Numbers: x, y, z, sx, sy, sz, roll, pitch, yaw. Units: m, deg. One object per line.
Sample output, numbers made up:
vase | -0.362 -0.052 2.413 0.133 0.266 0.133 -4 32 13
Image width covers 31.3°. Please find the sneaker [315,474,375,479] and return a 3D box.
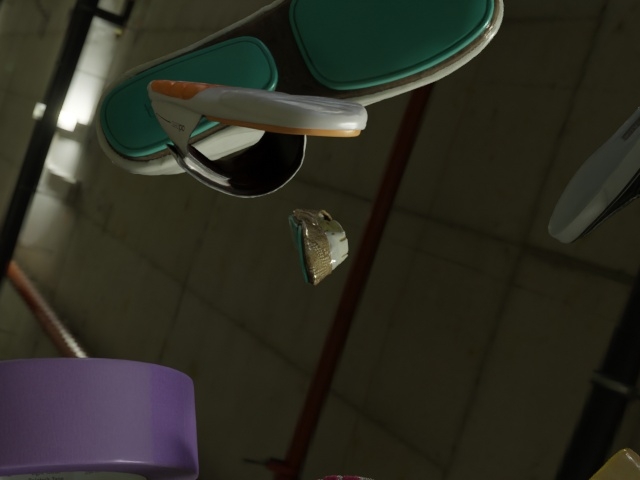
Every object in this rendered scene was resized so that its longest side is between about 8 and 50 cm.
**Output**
sneaker | 0.017 0.299 1.048 0.252 0.111 0.103 -49 -147 41

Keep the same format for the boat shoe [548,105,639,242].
boat shoe | 0.429 -0.102 1.501 0.306 0.105 0.113 -52 -167 12

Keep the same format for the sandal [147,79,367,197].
sandal | -0.054 -0.066 0.779 0.265 0.101 0.076 -156 -110 -66

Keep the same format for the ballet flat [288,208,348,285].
ballet flat | 0.000 0.000 1.446 0.206 0.067 0.073 -108 -170 -69

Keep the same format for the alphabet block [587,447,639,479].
alphabet block | 0.247 0.324 0.950 0.197 0.193 0.192 46 -16 22

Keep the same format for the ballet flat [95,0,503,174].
ballet flat | -0.021 -0.163 1.107 0.400 0.139 0.139 -21 -142 2

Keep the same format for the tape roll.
tape roll | -0.249 0.179 1.027 0.275 0.274 0.090 -34 -124 54
